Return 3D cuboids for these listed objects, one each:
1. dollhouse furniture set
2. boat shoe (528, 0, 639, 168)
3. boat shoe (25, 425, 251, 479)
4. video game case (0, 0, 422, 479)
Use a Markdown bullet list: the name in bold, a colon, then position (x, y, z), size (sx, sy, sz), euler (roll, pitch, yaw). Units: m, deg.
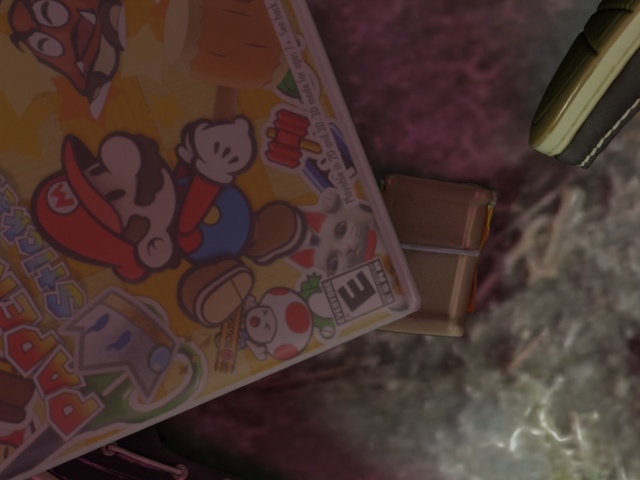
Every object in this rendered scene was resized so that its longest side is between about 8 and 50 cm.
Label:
- **dollhouse furniture set**: position (0.000, 0.000, 0.615), size (0.152, 0.058, 0.076), euler (6, 99, -23)
- **boat shoe**: position (0.178, -0.114, 0.558), size (0.073, 0.080, 0.223), euler (36, 98, -6)
- **boat shoe**: position (-0.095, 0.115, 0.638), size (0.206, 0.075, 0.065), euler (28, 61, -4)
- **video game case**: position (-0.089, -0.040, 0.532), size (0.206, 0.026, 0.227), euler (-22, 92, -19)
